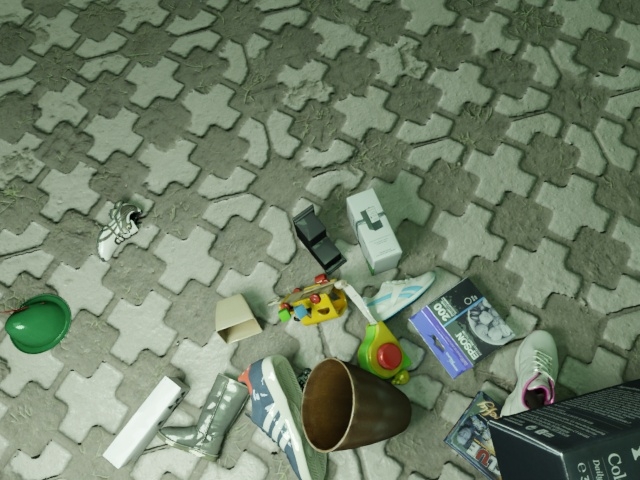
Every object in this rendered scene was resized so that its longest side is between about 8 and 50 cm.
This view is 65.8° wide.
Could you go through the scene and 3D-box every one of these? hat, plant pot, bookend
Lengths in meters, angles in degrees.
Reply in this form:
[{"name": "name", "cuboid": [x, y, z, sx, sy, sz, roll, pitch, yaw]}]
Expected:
[{"name": "hat", "cuboid": [-0.834, 0.221, 1.362, 0.209, 0.183, 0.172, -27, 72, -6]}, {"name": "plant pot", "cuboid": [-0.236, 0.213, 1.383, 0.109, 0.109, 0.096, -20, 59, -4]}, {"name": "plant pot", "cuboid": [0.105, 0.416, 1.229, 0.231, 0.215, 0.215, 18, 68, -31]}, {"name": "bookend", "cuboid": [0.000, 0.000, 1.412, 0.072, 0.157, 0.156, -37, 72, -9]}]

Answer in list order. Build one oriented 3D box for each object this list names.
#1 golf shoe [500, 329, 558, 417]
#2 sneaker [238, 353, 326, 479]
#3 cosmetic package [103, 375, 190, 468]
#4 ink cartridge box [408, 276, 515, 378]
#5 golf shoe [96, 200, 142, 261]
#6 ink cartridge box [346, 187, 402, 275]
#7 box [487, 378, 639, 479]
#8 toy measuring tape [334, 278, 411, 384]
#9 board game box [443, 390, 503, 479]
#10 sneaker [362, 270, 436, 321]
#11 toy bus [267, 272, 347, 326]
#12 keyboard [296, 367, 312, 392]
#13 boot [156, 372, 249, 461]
[{"name": "golf shoe", "cuboid": [0.556, 0.352, 1.254, 0.115, 0.140, 0.306, 22, 59, 8]}, {"name": "sneaker", "cuboid": [-0.104, 0.475, 1.280, 0.148, 0.131, 0.349, -25, 82, 22]}, {"name": "cosmetic package", "cuboid": [-0.451, 0.474, 1.302, 0.060, 0.099, 0.239, 34, 76, 14]}, {"name": "ink cartridge box", "cuboid": [0.388, 0.239, 1.370, 0.208, 0.045, 0.206, -34, 73, -7]}, {"name": "golf shoe", "cuboid": [-0.605, -0.025, 1.494, 0.094, 0.077, 0.198, 12, 73, 7]}, {"name": "ink cartridge box", "cuboid": [0.149, -0.023, 1.416, 0.087, 0.153, 0.208, -20, 70, -3]}, {"name": "box", "cuboid": [0.668, 0.563, 0.993, 0.472, 0.297, 0.479, -12, 83, -10]}, {"name": "toy measuring tape", "cuboid": [0.121, 0.260, 1.308, 0.121, 0.121, 0.330, -39, 95, -10]}, {"name": "board game box", "cuboid": [0.465, 0.531, 1.265, 0.243, 0.042, 0.165, 37, 77, 14]}, {"name": "sneaker", "cuboid": [0.223, 0.144, 1.389, 0.229, 0.087, 0.092, -32, 71, -10]}, {"name": "toy bus", "cuboid": [-0.026, 0.186, 1.374, 0.191, 0.202, 0.104, -30, 103, -15]}, {"name": "keyboard", "cuboid": [-0.003, 0.440, 1.331, 0.180, 0.023, 0.108, 38, 77, 15]}, {"name": "boot", "cuboid": [-0.307, 0.454, 1.314, 0.190, 0.076, 0.208, 22, 80, -5]}]
